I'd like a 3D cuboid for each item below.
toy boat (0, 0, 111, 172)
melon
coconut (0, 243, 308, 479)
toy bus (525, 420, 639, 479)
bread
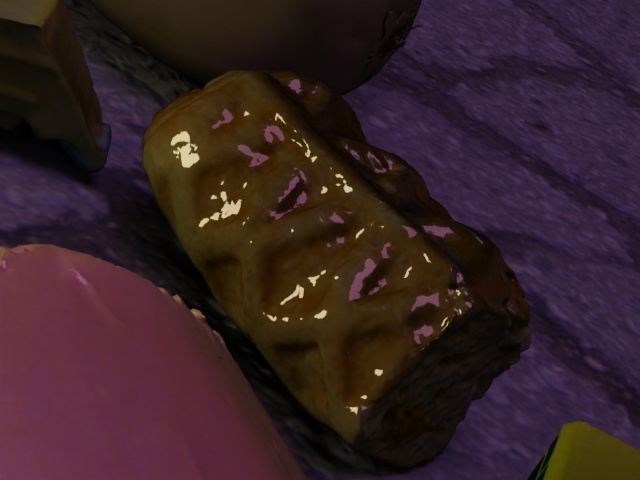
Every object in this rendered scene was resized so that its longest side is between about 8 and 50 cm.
[{"bbox_3d":[-0.245,-0.136,0.931,0.276,0.084,0.111,24,24,-14],"label":"toy boat"},{"bbox_3d":[-0.064,-0.231,1.140,0.317,0.223,0.223,34,25,8],"label":"melon"},{"bbox_3d":[-0.087,0.152,0.432,0.233,0.233,0.245,9,40,-40],"label":"coconut"},{"bbox_3d":[0.104,0.197,0.634,0.128,0.150,0.262,32,25,5],"label":"toy bus"},{"bbox_3d":[0.000,0.000,0.907,0.152,0.130,0.267,-10,47,-43],"label":"bread"}]
